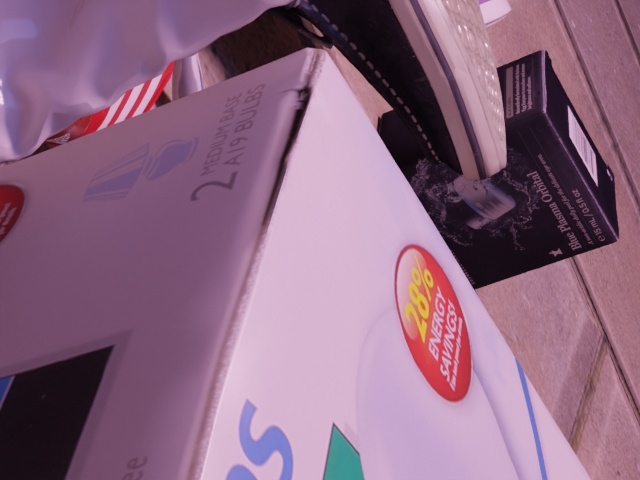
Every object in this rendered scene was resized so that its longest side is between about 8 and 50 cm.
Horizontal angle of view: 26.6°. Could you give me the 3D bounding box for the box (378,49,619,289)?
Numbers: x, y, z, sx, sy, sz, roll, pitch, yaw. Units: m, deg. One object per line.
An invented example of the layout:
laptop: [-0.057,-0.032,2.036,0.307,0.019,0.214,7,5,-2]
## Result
box: [0.152,-0.054,1.161,0.156,0.158,0.093,53,29,-32]

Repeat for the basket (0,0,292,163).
basket: [-0.096,-0.257,0.428,0.266,0.328,0.331,61,5,28]

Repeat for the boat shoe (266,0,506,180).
boat shoe: [-0.016,-0.233,0.949,0.500,0.156,0.187,52,24,-30]

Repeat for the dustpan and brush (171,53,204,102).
dustpan and brush: [-0.086,-0.165,0.840,0.060,0.147,0.211,-104,-168,-62]

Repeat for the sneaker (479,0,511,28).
sneaker: [0.107,-0.274,1.315,0.161,0.102,0.282,60,16,-14]

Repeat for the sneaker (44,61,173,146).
sneaker: [-0.144,-0.152,0.746,0.128,0.087,0.221,24,63,-68]

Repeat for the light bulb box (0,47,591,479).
light bulb box: [-0.032,0.186,0.536,0.361,0.225,0.358,55,29,-31]
